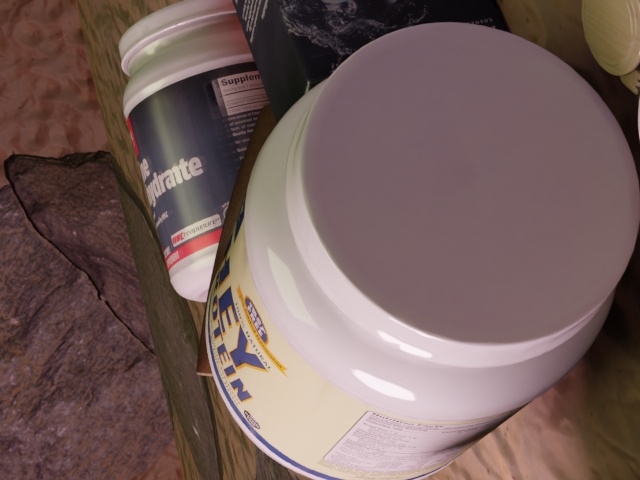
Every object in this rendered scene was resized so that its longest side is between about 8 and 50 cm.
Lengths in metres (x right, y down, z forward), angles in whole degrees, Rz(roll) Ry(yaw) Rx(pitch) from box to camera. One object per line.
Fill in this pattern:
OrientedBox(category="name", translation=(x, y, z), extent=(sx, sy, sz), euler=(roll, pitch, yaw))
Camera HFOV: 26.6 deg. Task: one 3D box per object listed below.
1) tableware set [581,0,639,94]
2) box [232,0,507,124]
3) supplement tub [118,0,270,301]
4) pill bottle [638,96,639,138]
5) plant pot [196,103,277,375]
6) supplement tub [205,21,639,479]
OrientedBox(category="tableware set", translation=(0.182, -0.154, 0.720), extent=(0.141, 0.020, 0.169), euler=(-136, 37, -58))
OrientedBox(category="box", translation=(0.030, -0.166, 0.970), extent=(0.093, 0.155, 0.158), euler=(113, 140, -62))
OrientedBox(category="supplement tub", translation=(-0.088, -0.090, 1.356), extent=(0.191, 0.191, 0.272), euler=(133, 121, -71))
OrientedBox(category="pill bottle", translation=(0.221, -0.034, 0.477), extent=(0.245, 0.136, 0.136), euler=(-149, 48, -67))
OrientedBox(category="plant pot", translation=(0.000, 0.000, 1.166), extent=(0.215, 0.215, 0.231), euler=(168, 102, -74))
OrientedBox(category="supplement tub", translation=(0.055, 0.023, 0.897), extent=(0.325, 0.235, 0.235), euler=(117, 137, -66))
